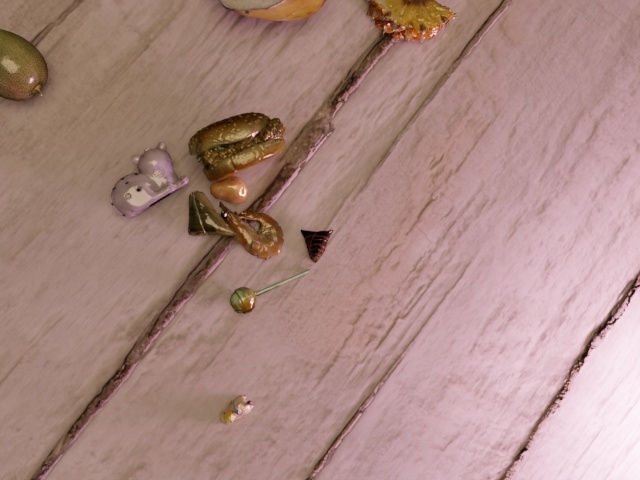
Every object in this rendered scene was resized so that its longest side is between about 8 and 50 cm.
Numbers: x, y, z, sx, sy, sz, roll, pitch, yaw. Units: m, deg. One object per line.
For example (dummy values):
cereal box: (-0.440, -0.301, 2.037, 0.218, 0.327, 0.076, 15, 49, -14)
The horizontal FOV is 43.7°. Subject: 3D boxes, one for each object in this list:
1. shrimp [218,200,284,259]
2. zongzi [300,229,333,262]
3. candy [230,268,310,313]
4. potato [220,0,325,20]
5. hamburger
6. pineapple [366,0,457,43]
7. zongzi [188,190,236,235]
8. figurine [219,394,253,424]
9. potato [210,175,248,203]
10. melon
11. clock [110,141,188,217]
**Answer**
shrimp: (-0.162, -0.032, 1.838, 0.180, 0.041, 0.099, 39, 81, -3)
zongzi: (0.000, 0.000, 1.854, 0.073, 0.067, 0.083, -18, 71, -2)
candy: (-0.113, 0.110, 1.836, 0.203, 0.061, 0.061, -23, 89, -17)
potato: (-0.109, -0.617, 1.826, 0.300, 0.196, 0.246, 22, 97, 22)
hamburger: (-0.180, -0.217, 1.772, 0.215, 0.189, 0.122, -22, 96, 2)
pineapple: (0.197, -0.534, 1.911, 0.233, 0.079, 0.135, 26, 74, 0)
zongzi: (-0.244, -0.062, 1.811, 0.113, 0.052, 0.104, 0, 91, 13)
figurine: (-0.191, 0.385, 1.799, 0.083, 0.050, 0.047, -40, 86, -9)
potato: (-0.209, -0.115, 1.826, 0.083, 0.062, 0.068, -10, 122, -10)
melon: (-0.677, -0.379, 1.741, 0.192, 0.139, 0.139, 39, 82, 1)
clock: (-0.399, -0.135, 1.792, 0.176, 0.080, 0.117, -34, 92, -10)
